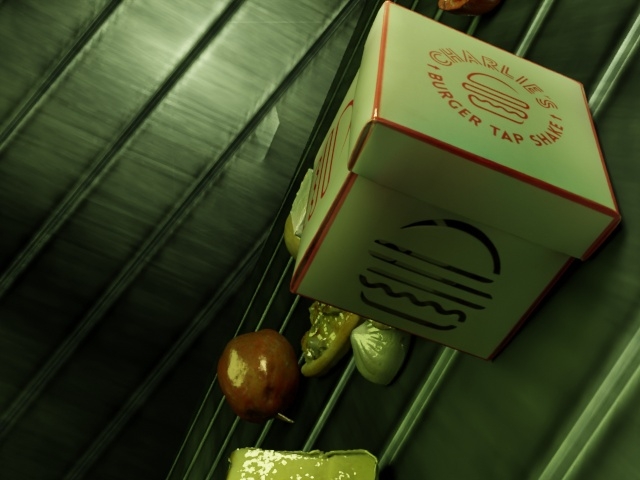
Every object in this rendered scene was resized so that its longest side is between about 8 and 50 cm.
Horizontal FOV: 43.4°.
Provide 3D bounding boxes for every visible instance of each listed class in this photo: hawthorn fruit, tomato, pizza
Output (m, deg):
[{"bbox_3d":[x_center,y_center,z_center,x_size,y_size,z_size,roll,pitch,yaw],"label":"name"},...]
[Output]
[{"bbox_3d":[-0.139,0.350,1.983,0.210,0.211,0.262,-62,37,26],"label":"hawthorn fruit"},{"bbox_3d":[0.349,-0.570,1.706,0.228,0.101,0.227,-163,90,-72],"label":"tomato"},{"bbox_3d":[0.030,0.170,1.792,0.323,0.089,0.223,125,160,-46],"label":"pizza"}]

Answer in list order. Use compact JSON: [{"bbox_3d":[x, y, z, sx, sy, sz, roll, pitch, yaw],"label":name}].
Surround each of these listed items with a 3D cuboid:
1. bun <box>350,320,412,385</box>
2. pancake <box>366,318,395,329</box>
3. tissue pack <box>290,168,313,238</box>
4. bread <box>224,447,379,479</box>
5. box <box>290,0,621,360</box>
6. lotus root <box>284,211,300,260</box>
[{"bbox_3d":[0.097,0.182,1.429,0.138,0.094,0.138,-159,90,-82],"label":"bun"},{"bbox_3d":[0.162,0.062,1.385,0.242,0.050,0.242,-45,20,22],"label":"pancake"},{"bbox_3d":[0.060,-0.039,1.685,0.124,0.225,0.185,-64,12,12],"label":"tissue pack"},{"bbox_3d":[-0.039,0.428,1.206,0.263,0.236,0.198,-83,18,-52],"label":"bread"},{"bbox_3d":[0.160,-0.075,1.072,0.312,0.314,0.300,-81,15,-50],"label":"box"},{"bbox_3d":[0.000,0.000,2.001,0.310,0.183,0.182,-100,34,-69],"label":"lotus root"}]
